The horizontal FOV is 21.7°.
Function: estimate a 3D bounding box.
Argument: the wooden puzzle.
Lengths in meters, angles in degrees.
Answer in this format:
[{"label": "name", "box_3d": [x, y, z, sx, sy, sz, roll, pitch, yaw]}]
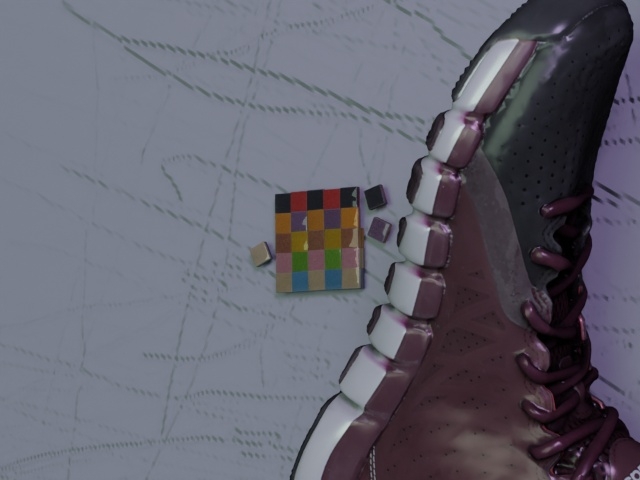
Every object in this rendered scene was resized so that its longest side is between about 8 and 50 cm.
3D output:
[{"label": "wooden puzzle", "box_3d": [0.000, 0.000, 0.812, 0.083, 0.006, 0.049, -4, 86, 35]}]

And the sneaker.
[{"label": "sneaker", "box_3d": [0.105, 0.047, 0.690, 0.162, 0.106, 0.281, 34, 117, 26]}]
